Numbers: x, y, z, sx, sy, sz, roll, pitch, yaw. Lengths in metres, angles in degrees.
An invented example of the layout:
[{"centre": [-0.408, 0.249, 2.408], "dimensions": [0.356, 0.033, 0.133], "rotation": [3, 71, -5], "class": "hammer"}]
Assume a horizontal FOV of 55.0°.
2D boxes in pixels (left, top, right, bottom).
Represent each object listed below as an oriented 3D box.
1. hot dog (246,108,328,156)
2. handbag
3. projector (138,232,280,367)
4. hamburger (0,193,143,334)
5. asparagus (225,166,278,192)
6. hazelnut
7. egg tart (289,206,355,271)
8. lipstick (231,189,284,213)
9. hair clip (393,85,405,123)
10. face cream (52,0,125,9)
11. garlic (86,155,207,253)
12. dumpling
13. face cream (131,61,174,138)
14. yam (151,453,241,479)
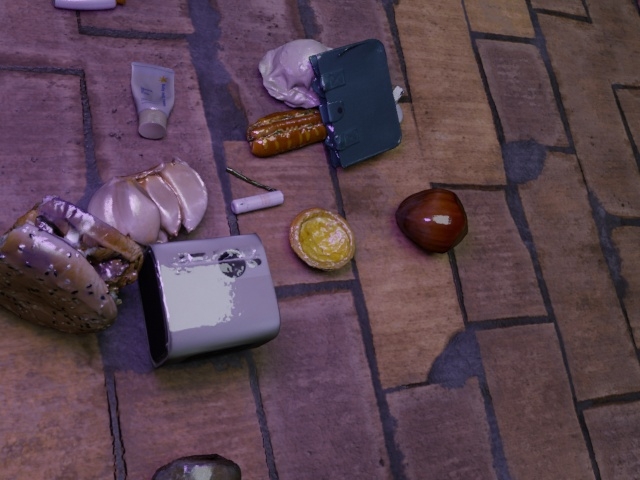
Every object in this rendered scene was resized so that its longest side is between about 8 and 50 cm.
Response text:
[{"centre": [-0.087, -0.312, 1.726], "dimensions": [0.269, 0.072, 0.115], "rotation": [-24, 75, -30], "class": "hot dog"}, {"centre": [0.102, -0.390, 1.745], "dimensions": [0.238, 0.089, 0.327], "rotation": [-26, 115, -27], "class": "handbag"}, {"centre": [-0.258, 0.133, 1.380], "dimensions": [0.249, 0.248, 0.249], "rotation": [-7, 75, -26], "class": "projector"}, {"centre": [-0.521, 0.058, 1.254], "dimensions": [0.276, 0.318, 0.195], "rotation": [35, 52, -17], "class": "hamburger"}, {"centre": [-0.180, -0.158, 1.656], "dimensions": [0.162, 0.016, 0.016], "rotation": [24, 45, -14], "class": "asparagus"}, {"centre": [0.326, -0.053, 1.771], "dimensions": [0.210, 0.210, 0.186], "rotation": [-50, 119, -30], "class": "hazelnut"}, {"centre": [0.000, 0.000, 1.649], "dimensions": [0.191, 0.074, 0.191], "rotation": [8, 68, -21], "class": "egg tart"}, {"centre": [-0.167, -0.101, 1.628], "dimensions": [0.141, 0.040, 0.040], "rotation": [-15, 79, -27], "class": "lipstick"}, {"centre": [0.209, -0.409, 1.910], "dimensions": [0.116, 0.049, 0.172], "rotation": [30, 64, -7], "class": "hair clip"}, {"centre": [-0.607, -0.640, 1.613], "dimensions": [0.182, 0.051, 0.072], "rotation": [-15, 80, -27], "class": "face cream"}, {"centre": [-0.406, -0.058, 1.431], "dimensions": [0.281, 0.184, 0.203], "rotation": [-30, 95, -51], "class": "garlic"}, {"centre": [-0.046, -0.474, 1.758], "dimensions": [0.258, 0.147, 0.193], "rotation": [-7, 84, -2], "class": "dumpling"}, {"centre": [-0.436, -0.375, 1.596], "dimensions": [0.114, 0.070, 0.224], "rotation": [6, 60, -23], "class": "face cream"}, {"centre": [-0.263, 0.592, 1.251], "dimensions": [0.195, 0.195, 0.300], "rotation": [9, 69, -22], "class": "yam"}]
